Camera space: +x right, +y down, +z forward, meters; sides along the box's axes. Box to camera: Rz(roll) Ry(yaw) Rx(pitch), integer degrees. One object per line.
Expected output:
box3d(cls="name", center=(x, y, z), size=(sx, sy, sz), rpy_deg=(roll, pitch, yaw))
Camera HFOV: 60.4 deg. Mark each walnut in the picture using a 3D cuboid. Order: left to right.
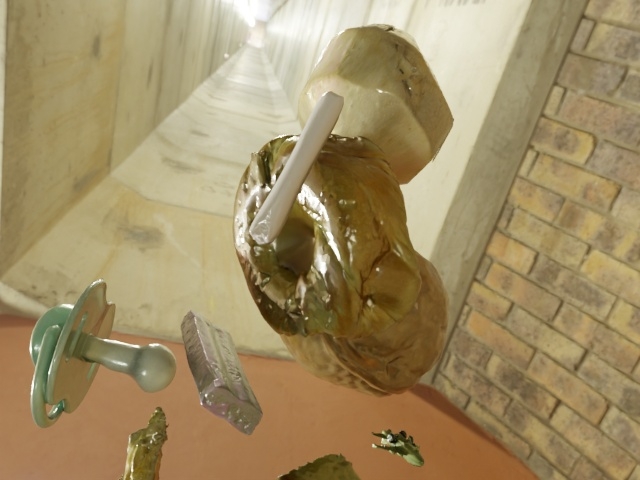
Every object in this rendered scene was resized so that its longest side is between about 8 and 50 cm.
box3d(cls="walnut", center=(0.097, 0.156, 1.177), size=(0.381, 0.381, 0.381), rpy_deg=(13, -158, -6))

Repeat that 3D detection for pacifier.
box3d(cls="pacifier", center=(-0.423, 0.241, 1.086), size=(0.269, 0.343, 0.288), rpy_deg=(17, -113, -3))

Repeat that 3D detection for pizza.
box3d(cls="pizza", center=(-0.314, 0.428, 0.927), size=(0.075, 0.280, 0.288), rpy_deg=(10, -130, -10))

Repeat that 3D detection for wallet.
box3d(cls="wallet", center=(-0.027, -0.080, 0.630), size=(0.033, 0.190, 0.095), rpy_deg=(27, -177, -1))

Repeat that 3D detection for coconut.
box3d(cls="coconut", center=(0.109, -0.269, 1.156), size=(0.352, 0.353, 0.353), rpy_deg=(13, -158, -6))

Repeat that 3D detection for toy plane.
box3d(cls="toy plane", center=(0.148, 0.376, 1.009), size=(0.102, 0.040, 0.111), rpy_deg=(0, -170, -39))

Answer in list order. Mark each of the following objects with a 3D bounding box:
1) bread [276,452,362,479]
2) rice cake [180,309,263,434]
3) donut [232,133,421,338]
box3d(cls="bread", center=(0.067, 0.403, 0.521), size=(0.233, 0.245, 0.361), rpy_deg=(-6, -174, -43))
box3d(cls="rice cake", center=(-0.184, 0.219, 0.976), size=(0.106, 0.050, 0.298), rpy_deg=(38, -177, -28))
box3d(cls="donut", center=(0.000, 0.000, 0.892), size=(0.170, 0.360, 0.360), rpy_deg=(-9, -148, -39))
